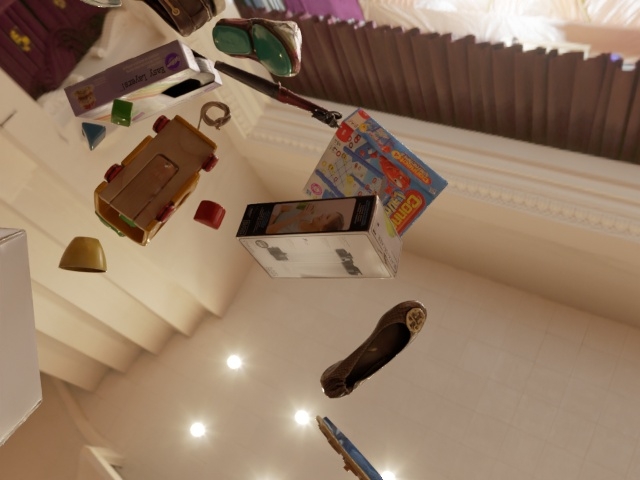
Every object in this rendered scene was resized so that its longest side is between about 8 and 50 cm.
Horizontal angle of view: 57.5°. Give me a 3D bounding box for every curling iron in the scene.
[{"bbox_3d":[-0.074,-0.285,1.125,0.035,0.274,0.068,-65,-164,5],"label":"curling iron"}]

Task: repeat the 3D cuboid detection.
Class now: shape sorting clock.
[{"bbox_3d":[0.059,0.402,1.061,0.040,0.206,0.206,-42,-125,-12],"label":"shape sorting clock"}]

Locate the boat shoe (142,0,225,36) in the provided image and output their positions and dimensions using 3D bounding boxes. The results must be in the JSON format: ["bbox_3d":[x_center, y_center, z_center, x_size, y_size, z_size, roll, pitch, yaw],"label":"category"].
[{"bbox_3d":[-0.309,-0.459,0.991,0.324,0.116,0.097,38,-104,13],"label":"boat shoe"}]

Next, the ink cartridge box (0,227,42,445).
[{"bbox_3d":[-0.479,0.098,0.617,0.307,0.129,0.223,3,-74,3],"label":"ink cartridge box"}]

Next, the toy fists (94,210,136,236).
[{"bbox_3d":[-0.562,-0.133,1.817,0.279,0.142,0.096,-29,-135,-1],"label":"toy fists"}]

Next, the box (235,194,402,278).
[{"bbox_3d":[0.000,0.000,1.163,0.290,0.169,0.087,-2,-125,28],"label":"box"}]

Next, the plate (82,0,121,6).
[{"bbox_3d":[-0.618,-0.655,1.529,0.188,0.188,0.024,49,-60,35],"label":"plate"}]

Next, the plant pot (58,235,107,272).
[{"bbox_3d":[-0.697,0.040,1.722,0.134,0.134,0.095,-1,-101,20],"label":"plant pot"}]

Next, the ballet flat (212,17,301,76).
[{"bbox_3d":[-0.079,-0.298,0.868,0.079,0.077,0.221,-29,-142,-27],"label":"ballet flat"}]

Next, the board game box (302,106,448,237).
[{"bbox_3d":[0.134,-0.142,1.566,0.302,0.308,0.086,42,-129,6],"label":"board game box"}]

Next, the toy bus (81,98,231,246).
[{"bbox_3d":[-0.225,-0.090,0.826,0.202,0.104,0.191,-4,-105,-22],"label":"toy bus"}]

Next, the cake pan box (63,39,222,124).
[{"bbox_3d":[-0.356,-0.327,1.233,0.267,0.246,0.070,-21,-84,7],"label":"cake pan box"}]

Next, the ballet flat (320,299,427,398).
[{"bbox_3d":[0.106,0.205,1.079,0.250,0.084,0.058,-37,-163,-10],"label":"ballet flat"}]
